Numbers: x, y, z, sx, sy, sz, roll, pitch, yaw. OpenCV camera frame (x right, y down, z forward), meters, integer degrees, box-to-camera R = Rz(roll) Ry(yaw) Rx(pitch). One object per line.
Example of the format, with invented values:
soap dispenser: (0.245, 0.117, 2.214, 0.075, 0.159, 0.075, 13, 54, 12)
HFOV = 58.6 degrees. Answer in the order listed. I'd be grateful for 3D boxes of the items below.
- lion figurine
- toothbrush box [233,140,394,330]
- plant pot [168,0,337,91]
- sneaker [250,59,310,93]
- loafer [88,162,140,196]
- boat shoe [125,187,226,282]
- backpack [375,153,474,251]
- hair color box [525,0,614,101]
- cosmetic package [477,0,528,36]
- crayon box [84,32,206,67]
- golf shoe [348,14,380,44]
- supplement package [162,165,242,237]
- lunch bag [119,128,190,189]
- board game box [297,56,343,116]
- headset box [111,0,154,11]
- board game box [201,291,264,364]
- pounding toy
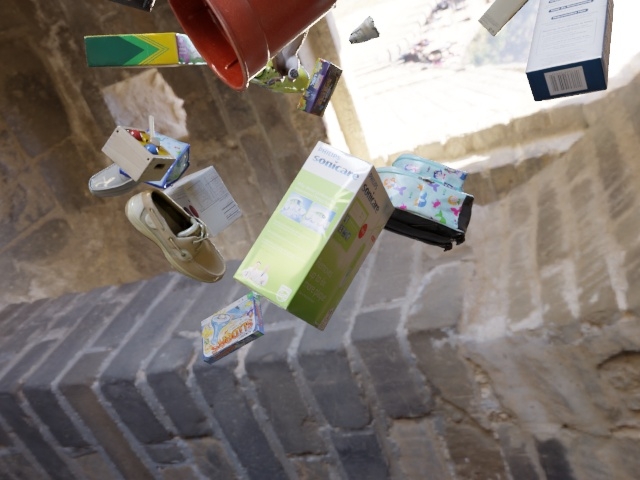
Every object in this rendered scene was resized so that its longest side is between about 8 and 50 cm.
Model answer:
lion figurine: (-0.080, -0.628, 1.746, 0.392, 0.142, 0.240, -62, -170, -1)
toothbrush box: (0.000, 0.000, 1.033, 0.283, 0.122, 0.206, -60, 156, -9)
plant pot: (-0.123, -0.478, 1.106, 0.272, 0.265, 0.272, 49, -12, 14)
sneaker: (-0.196, -0.582, 1.977, 0.385, 0.145, 0.147, 11, 38, -36)
loafer: (-0.588, -0.232, 1.799, 0.111, 0.319, 0.112, 70, -6, -68)
boat shoe: (-0.325, -0.008, 1.371, 0.302, 0.098, 0.109, 47, 40, -28)
backpack: (0.217, -0.095, 1.354, 0.225, 0.254, 0.191, 118, -16, -81)
hair color box: (0.638, -0.516, 1.443, 0.105, 0.174, 0.347, 51, 49, -41)
cosmetic package: (0.316, -0.394, 0.930, 0.041, 0.115, 0.060, 44, 40, 0)
crayon box: (-0.565, -0.649, 1.958, 0.363, 0.313, 0.106, -60, 151, -70)
golf shoe: (0.129, -0.624, 1.728, 0.069, 0.086, 0.176, 60, 2, -8)
supplement package: (-0.425, -0.125, 2.007, 0.149, 0.194, 0.203, -43, 112, -36)
lunch bag: (-0.430, -0.201, 1.489, 0.096, 0.129, 0.151, 105, 7, -45)
board game box: (0.001, -0.489, 1.835, 0.170, 0.048, 0.141, -65, 167, 15)
headset box: (-0.495, -0.706, 1.402, 0.218, 0.110, 0.293, -61, 176, 18)
board game box: (-0.253, 0.249, 1.623, 0.035, 0.201, 0.136, 39, 27, -43)
pounding toy: (-0.405, -0.214, 1.309, 0.130, 0.100, 0.141, 42, 14, 5)
